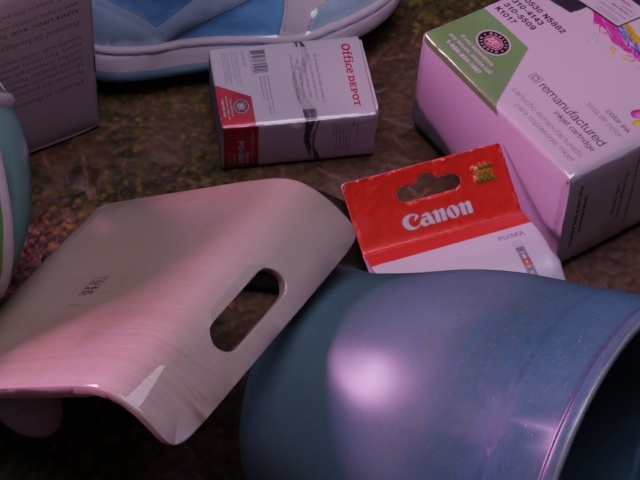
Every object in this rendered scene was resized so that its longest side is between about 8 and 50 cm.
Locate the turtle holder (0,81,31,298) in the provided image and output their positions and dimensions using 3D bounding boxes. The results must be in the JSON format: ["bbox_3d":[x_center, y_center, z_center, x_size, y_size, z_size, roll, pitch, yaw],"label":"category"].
[{"bbox_3d":[-0.337,-0.068,1.283,0.243,0.320,0.227,-17,17,28],"label":"turtle holder"}]

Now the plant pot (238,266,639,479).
[{"bbox_3d":[0.094,0.136,1.194,0.255,0.271,0.271,18,50,30],"label":"plant pot"}]

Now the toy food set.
[{"bbox_3d":[-0.136,0.066,1.253,0.306,0.092,0.220,-7,34,48],"label":"toy food set"}]

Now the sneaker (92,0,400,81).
[{"bbox_3d":[-0.076,-0.263,1.539,0.319,0.208,0.127,-14,40,-14],"label":"sneaker"}]

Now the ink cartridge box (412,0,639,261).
[{"bbox_3d":[0.251,-0.130,1.507,0.278,0.117,0.201,-26,55,-23],"label":"ink cartridge box"}]

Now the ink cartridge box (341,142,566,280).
[{"bbox_3d":[0.112,0.018,1.376,0.145,0.045,0.179,-15,83,-16],"label":"ink cartridge box"}]

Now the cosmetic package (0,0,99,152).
[{"bbox_3d":[-0.289,-0.179,1.479,0.151,0.183,0.151,-24,55,-22],"label":"cosmetic package"}]

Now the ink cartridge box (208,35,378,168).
[{"bbox_3d":[-0.025,-0.120,1.525,0.135,0.056,0.099,-6,50,-7],"label":"ink cartridge box"}]

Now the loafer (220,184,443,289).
[{"bbox_3d":[0.000,0.000,1.410,0.220,0.078,0.080,2,50,-1],"label":"loafer"}]
